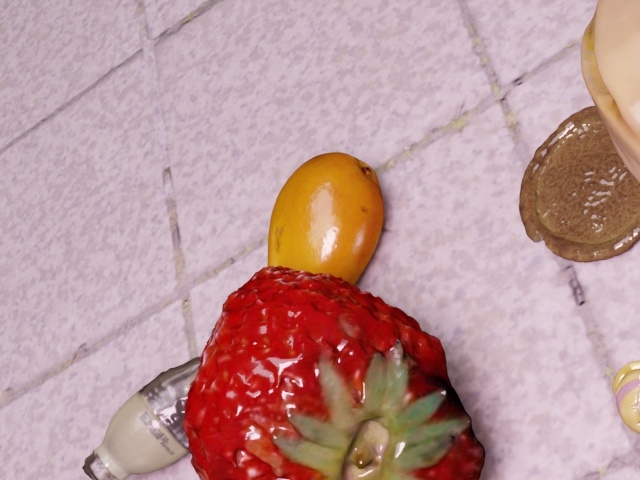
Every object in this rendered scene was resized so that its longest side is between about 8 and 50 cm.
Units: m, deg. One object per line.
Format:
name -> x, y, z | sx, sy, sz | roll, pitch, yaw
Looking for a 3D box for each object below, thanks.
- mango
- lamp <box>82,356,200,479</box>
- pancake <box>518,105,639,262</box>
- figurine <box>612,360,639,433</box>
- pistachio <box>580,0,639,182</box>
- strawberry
mango -> 0.000, 0.000, 1.530 | 0.145, 0.112, 0.219 | 16, 86, 44
lamp -> -0.184, 0.214, 1.552 | 0.250, 0.101, 0.101 | -40, 44, -4
pancake -> 0.299, -0.066, 1.383 | 0.199, 0.021, 0.199 | -21, 52, 30
figurine -> 0.354, 0.137, 1.179 | 0.187, 0.083, 0.083 | -18, 53, 38
pistachio -> 0.376, -0.167, 1.242 | 0.229, 0.238, 0.321 | 111, 169, -50
strawberry -> -0.008, 0.172, 1.317 | 0.292, 0.292, 0.310 | -61, 19, -9
